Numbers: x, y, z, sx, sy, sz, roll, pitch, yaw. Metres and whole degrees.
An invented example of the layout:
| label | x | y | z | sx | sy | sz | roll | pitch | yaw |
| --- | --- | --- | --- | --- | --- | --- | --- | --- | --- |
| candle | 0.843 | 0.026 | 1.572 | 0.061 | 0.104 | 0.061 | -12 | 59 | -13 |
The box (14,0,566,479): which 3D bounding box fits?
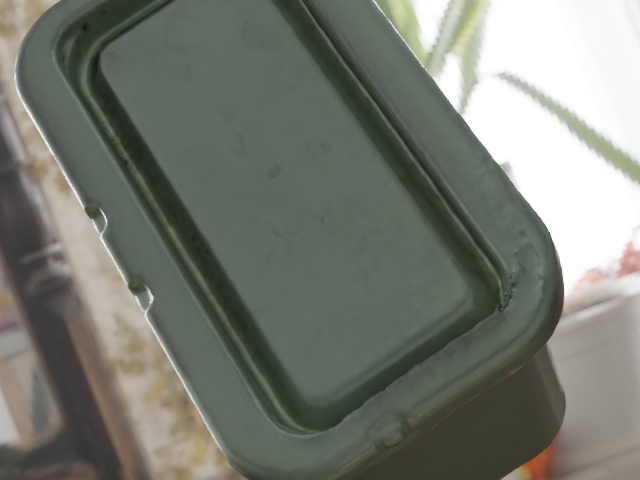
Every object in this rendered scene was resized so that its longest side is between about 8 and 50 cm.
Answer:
| label | x | y | z | sx | sy | sz | roll | pitch | yaw |
| --- | --- | --- | --- | --- | --- | --- | --- | --- | --- |
| box | 0.000 | 0.000 | 0.932 | 0.175 | 0.312 | 0.182 | -34 | -32 | 1 |
